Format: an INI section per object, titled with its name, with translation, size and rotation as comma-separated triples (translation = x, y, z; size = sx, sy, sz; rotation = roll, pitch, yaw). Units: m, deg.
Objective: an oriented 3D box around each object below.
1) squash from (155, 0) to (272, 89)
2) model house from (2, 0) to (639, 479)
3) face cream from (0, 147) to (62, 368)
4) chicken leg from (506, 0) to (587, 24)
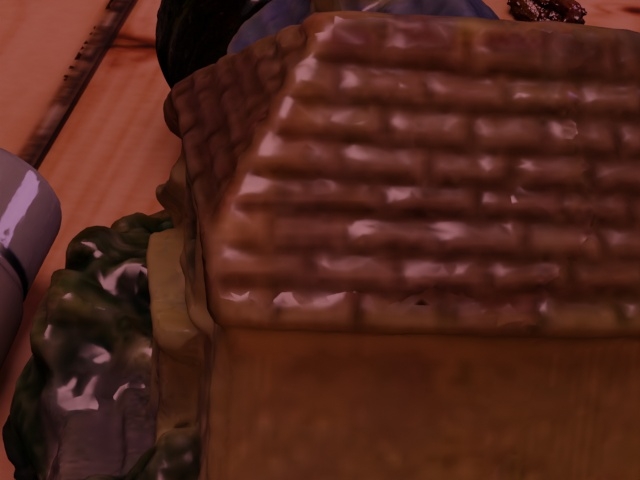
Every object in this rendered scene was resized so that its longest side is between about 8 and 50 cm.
[squash]
translation = -0.001, -0.113, 0.938
size = 0.193, 0.156, 0.193
rotation = 11, 54, -16
[model house]
translation = 0.000, 0.000, 0.680
size = 0.261, 0.266, 0.321
rotation = 1, 31, -12
[face cream]
translation = -0.220, 0.082, 0.759
size = 0.143, 0.089, 0.314
rotation = 13, 49, 13
[chicken leg]
translation = 0.150, -0.163, 1.100
size = 0.036, 0.021, 0.083
rotation = -29, 42, -17
